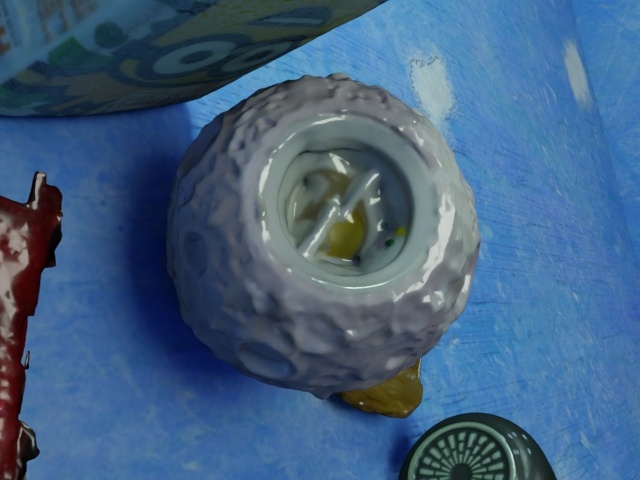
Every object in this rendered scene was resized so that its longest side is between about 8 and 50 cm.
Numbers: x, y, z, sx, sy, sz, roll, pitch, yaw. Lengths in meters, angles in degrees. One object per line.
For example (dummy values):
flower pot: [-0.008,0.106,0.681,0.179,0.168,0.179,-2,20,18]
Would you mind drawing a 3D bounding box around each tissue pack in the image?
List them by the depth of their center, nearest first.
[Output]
tissue pack: [-0.077,-0.195,0.522,0.228,0.311,0.127,-21,93,-56]

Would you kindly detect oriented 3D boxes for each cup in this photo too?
cup: [0.169,0.314,0.812,0.223,0.169,0.176,-51,133,-12]

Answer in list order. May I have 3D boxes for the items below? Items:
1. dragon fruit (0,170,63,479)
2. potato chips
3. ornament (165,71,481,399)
dragon fruit: [-0.283,0.072,0.295,0.344,0.100,0.282,20,61,-47]
potato chips: [0.046,0.111,0.799,0.202,0.049,0.150,33,54,-46]
ornament: [0.000,0.000,0.610,0.260,0.225,0.259,3,77,-11]
